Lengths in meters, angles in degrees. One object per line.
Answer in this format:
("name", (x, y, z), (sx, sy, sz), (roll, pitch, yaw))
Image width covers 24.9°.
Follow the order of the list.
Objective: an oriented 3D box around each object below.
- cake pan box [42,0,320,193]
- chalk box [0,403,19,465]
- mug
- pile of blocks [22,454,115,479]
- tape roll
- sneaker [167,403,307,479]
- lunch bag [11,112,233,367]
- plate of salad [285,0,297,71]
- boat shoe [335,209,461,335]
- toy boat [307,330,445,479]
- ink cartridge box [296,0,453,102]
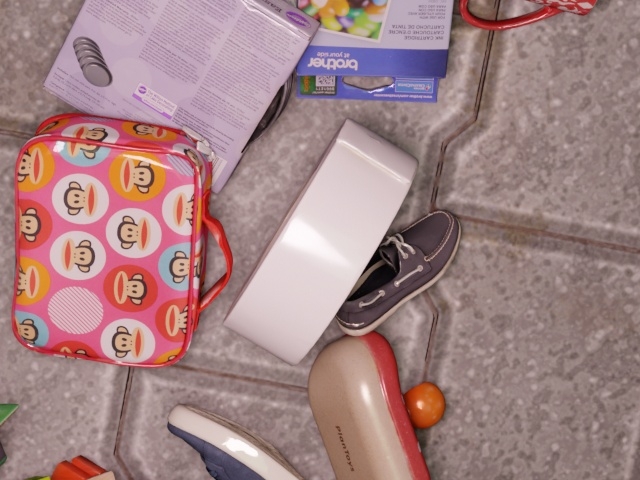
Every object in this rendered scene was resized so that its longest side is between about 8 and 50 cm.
("cake pan box", (-0.162, -0.217, 1.715), (0.267, 0.070, 0.246), (31, 122, -2))
("chalk box", (-0.494, 0.227, 1.674), (0.289, 0.180, 0.179), (-19, 99, 14))
("mug", (0.250, -0.331, 1.758), (0.169, 0.150, 0.113), (16, 58, -6))
("pile of blocks", (-0.411, 0.337, 1.762), (0.362, 0.149, 0.113), (-17, 88, -1))
("tape roll", (0.000, 0.000, 1.674), (0.100, 0.286, 0.286), (32, 93, -2))
("sneaker", (-0.066, 0.344, 1.776), (0.350, 0.131, 0.148), (37, 89, -4))
("lunch bag", (-0.231, 0.004, 1.725), (0.258, 0.120, 0.293), (8, 111, -1))
("plate of salad", (-0.119, -0.252, 1.771), (0.200, 0.048, 0.200), (0, 94, -2))
("boat shoe", (0.095, 0.028, 1.755), (0.075, 0.065, 0.206), (34, 68, 33))
("toy boat", (0.088, 0.216, 1.782), (0.151, 0.151, 0.231), (-22, 96, -30))
("ink cartridge box", (0.065, -0.299, 1.708), (0.185, 0.065, 0.311), (1, 120, -3))
